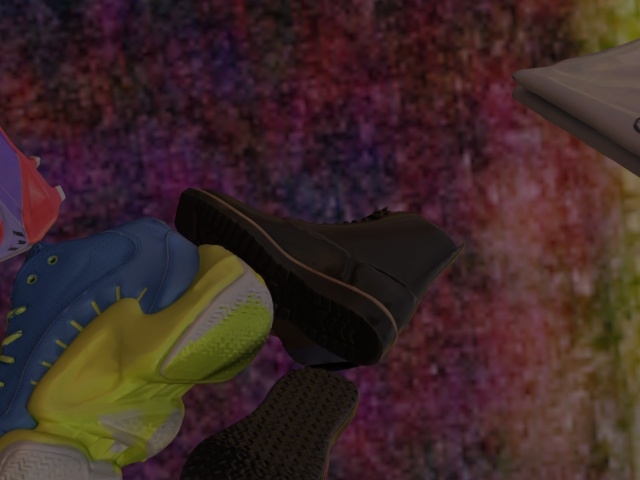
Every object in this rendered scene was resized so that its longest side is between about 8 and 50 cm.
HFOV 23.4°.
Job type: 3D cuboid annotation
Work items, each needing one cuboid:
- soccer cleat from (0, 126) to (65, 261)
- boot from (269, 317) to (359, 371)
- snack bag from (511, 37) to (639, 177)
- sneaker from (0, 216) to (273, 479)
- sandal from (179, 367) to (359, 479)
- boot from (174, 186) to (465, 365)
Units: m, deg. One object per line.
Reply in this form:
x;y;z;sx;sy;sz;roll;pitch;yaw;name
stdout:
-0.326;-0.092;1.339;0.248;0.083;0.095;51;54;-5;soccer cleat
-0.040;0.114;1.876;0.082;0.219;0.106;28;53;-54;boot
0.326;-0.083;0.845;0.323;0.342;0.037;-136;-147;-58;snack bag
-0.143;0.079;0.838;0.240;0.126;0.091;-39;147;-15;sneaker
-0.023;0.121;0.850;0.179;0.067;0.040;-38;143;-65;sandal
0.000;0.000;1.196;0.137;0.198;0.077;-44;164;-39;boot
